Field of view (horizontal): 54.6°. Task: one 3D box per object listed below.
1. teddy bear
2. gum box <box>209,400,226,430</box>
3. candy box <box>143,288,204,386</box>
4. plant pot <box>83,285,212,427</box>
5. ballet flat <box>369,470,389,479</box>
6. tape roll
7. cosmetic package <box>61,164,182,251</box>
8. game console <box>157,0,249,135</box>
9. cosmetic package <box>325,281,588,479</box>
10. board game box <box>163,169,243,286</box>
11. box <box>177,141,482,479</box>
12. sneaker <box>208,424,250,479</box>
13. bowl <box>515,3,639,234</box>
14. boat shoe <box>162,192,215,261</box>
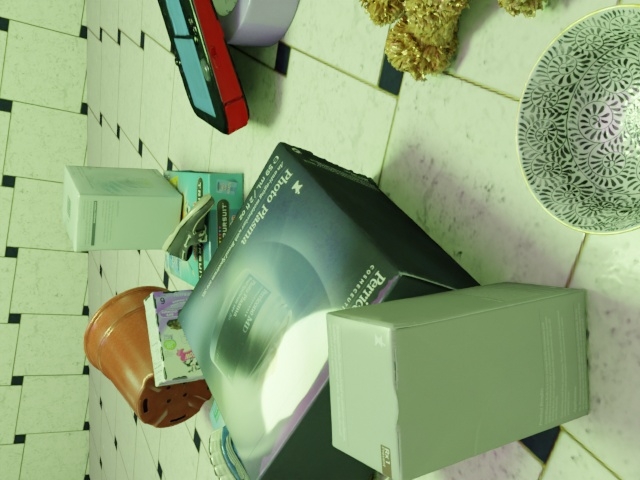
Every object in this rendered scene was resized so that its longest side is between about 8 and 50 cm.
[{"bbox_3d":[0.135,-0.317,0.626,0.338,0.113,0.245,-21,77,60],"label":"teddy bear"},{"bbox_3d":[-0.183,0.410,1.339,0.184,0.041,0.157,61,142,39],"label":"gum box"},{"bbox_3d":[-0.291,0.211,1.378,0.070,0.164,0.196,-35,63,51],"label":"candy box"},{"bbox_3d":[-0.400,0.294,1.517,0.265,0.272,0.273,38,126,43],"label":"plant pot"},{"bbox_3d":[0.074,0.287,0.853,0.079,0.077,0.222,37,131,31],"label":"ballet flat"},{"bbox_3d":[-0.127,-0.486,1.092,0.274,0.090,0.275,10,101,59],"label":"tape roll"},{"bbox_3d":[-0.461,-0.078,1.430,0.224,0.224,0.138,38,122,53],"label":"cosmetic package"},{"bbox_3d":[-0.249,-0.388,1.191,0.386,0.060,0.342,39,151,62],"label":"game console"},{"bbox_3d":[0.128,0.112,0.556,0.107,0.237,0.127,3,95,60],"label":"cosmetic package"},{"bbox_3d":[-0.275,-0.031,1.415,0.336,0.079,0.254,13,104,60],"label":"board game box"},{"bbox_3d":[-0.001,0.087,0.760,0.296,0.182,0.294,-58,42,17],"label":"box"},{"bbox_3d":[-0.055,0.440,1.020,0.330,0.147,0.130,64,176,-1],"label":"sneaker"},{"bbox_3d":[0.245,-0.090,0.487,0.170,0.080,0.170,9,100,60],"label":"bowl"},{"bbox_3d":[-0.254,-0.023,1.261,0.206,0.065,0.075,-42,12,44],"label":"boat shoe"}]
